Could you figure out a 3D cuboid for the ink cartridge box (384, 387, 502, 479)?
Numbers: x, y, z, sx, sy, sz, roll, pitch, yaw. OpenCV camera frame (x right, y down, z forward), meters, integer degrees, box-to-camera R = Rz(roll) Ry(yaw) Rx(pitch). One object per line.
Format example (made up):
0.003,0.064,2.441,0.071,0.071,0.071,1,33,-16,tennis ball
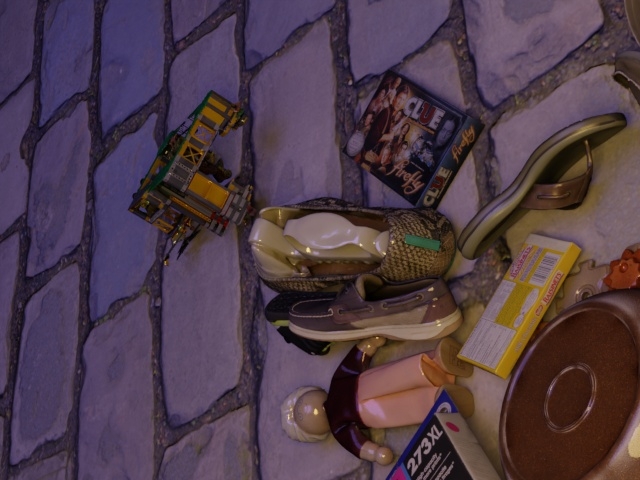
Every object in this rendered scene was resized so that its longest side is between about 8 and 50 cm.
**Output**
0.155,0.347,1.586,0.176,0.069,0.371,-60,25,17,ink cartridge box

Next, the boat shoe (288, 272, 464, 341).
0.073,0.092,1.855,0.285,0.103,0.092,-2,110,36,boat shoe

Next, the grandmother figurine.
0.071,0.232,1.890,0.342,0.104,0.208,-23,46,40,grandmother figurine

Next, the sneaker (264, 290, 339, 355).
0.008,0.139,2.037,0.084,0.097,0.234,-41,29,-29,sneaker

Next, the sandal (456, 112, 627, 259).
0.316,-0.065,1.749,0.303,0.120,0.086,-48,68,27,sandal

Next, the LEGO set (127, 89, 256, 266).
-0.210,-0.112,2.393,0.331,0.192,0.255,-38,25,53,LEGO set

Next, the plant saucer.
0.308,0.192,1.494,0.310,0.050,0.311,-44,33,38,plant saucer

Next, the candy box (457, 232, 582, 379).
0.270,0.087,1.729,0.206,0.027,0.105,-58,22,-6,candy box

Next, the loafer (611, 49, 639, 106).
0.448,-0.164,1.626,0.087,0.094,0.251,-53,39,12,loafer

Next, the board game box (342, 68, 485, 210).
0.145,-0.164,2.049,0.165,0.042,0.243,-60,37,9,board game box

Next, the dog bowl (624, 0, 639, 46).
0.548,-0.326,1.528,0.348,0.102,0.349,-12,69,35,dog bowl

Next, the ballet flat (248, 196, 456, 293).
0.000,0.000,2.024,0.483,0.182,0.164,-2,78,51,ballet flat

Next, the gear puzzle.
0.363,0.093,1.639,0.339,0.044,0.175,-22,55,44,gear puzzle
